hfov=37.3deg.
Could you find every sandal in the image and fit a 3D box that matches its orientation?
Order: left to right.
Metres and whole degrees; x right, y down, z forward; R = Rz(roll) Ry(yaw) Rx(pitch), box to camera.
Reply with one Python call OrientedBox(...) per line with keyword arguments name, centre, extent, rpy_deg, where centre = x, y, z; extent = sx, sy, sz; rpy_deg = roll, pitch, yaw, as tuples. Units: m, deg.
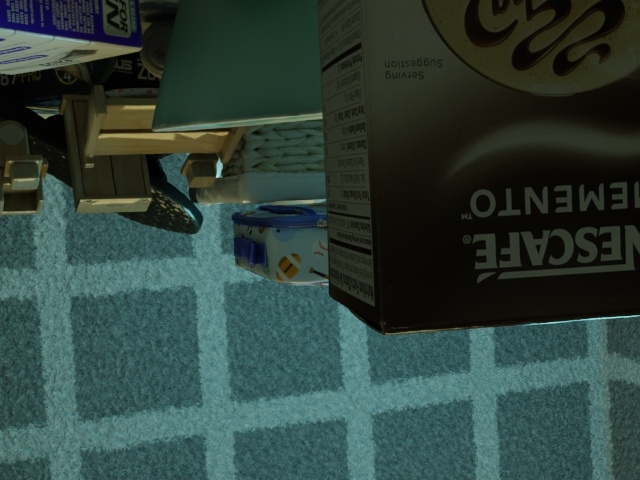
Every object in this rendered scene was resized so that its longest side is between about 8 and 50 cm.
OrientedBox(name="sandal", centre=(-0.364, -0.148, 1.468), extent=(0.445, 0.107, 0.167), rpy_deg=(30, 157, -18))

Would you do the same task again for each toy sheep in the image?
OrientedBox(name="toy sheep", centre=(-0.203, -0.260, 1.283), extent=(0.091, 0.091, 0.132), rpy_deg=(-3, -174, 0))

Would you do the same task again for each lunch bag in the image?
OrientedBox(name="lunch bag", centre=(0.000, 0.000, 1.334), extent=(0.243, 0.115, 0.303), rpy_deg=(-1, -178, -18))

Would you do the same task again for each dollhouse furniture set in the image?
OrientedBox(name="dollhouse furniture set", centre=(-0.271, -0.188, 1.235), extent=(0.303, 0.174, 0.355), rpy_deg=(-4, 157, -24))

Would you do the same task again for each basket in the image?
OrientedBox(name="basket", centre=(-0.021, -0.189, 1.456), extent=(0.331, 0.267, 0.328), rpy_deg=(-5, -176, -21))

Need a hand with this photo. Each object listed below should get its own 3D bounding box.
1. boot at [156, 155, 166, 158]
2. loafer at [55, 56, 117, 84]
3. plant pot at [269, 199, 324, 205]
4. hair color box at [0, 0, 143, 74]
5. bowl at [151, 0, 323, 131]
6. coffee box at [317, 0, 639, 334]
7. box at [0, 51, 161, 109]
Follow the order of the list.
OrientedBox(name="boot", centre=(-0.311, -0.175, 1.596), extent=(0.069, 0.086, 0.190), rpy_deg=(-6, -179, -38))
OrientedBox(name="loafer", centre=(-0.311, -0.250, 1.136), extent=(0.084, 0.096, 0.267), rpy_deg=(16, -176, 2))
OrientedBox(name="plant pot", centre=(-0.056, -0.231, 1.801), extent=(0.284, 0.284, 0.191), rpy_deg=(-1, 149, 28))
OrientedBox(name="hair color box", centre=(-0.331, -0.210, 0.787), extent=(0.185, 0.110, 0.338), rpy_deg=(-2, -178, 31))
OrientedBox(name="bowl", centre=(-0.025, -0.205, 0.977), extent=(0.311, 0.163, 0.311), rpy_deg=(-5, -174, 0))
OrientedBox(name="coffee box", centre=(0.087, -0.114, 0.447), extent=(0.168, 0.297, 0.119), rpy_deg=(-4, -176, -10))
OrientedBox(name="box", centre=(-0.358, -0.266, 1.615), extent=(0.318, 0.097, 0.395), rpy_deg=(-3, -177, 33))
